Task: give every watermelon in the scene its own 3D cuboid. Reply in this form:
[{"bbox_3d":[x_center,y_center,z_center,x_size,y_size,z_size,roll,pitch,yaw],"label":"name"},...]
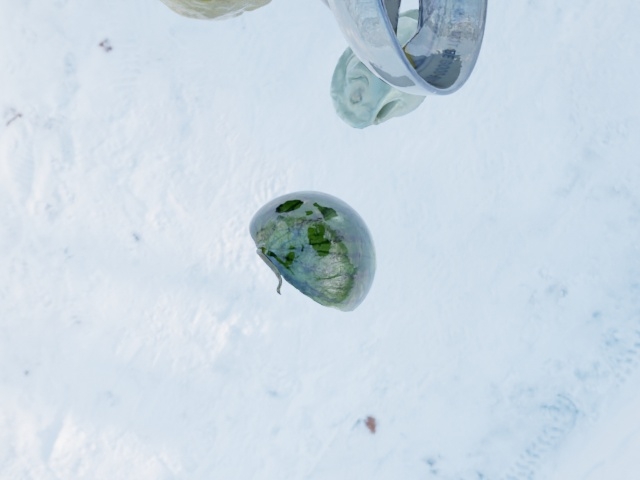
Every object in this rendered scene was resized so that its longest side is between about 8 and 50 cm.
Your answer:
[{"bbox_3d":[0.004,0.000,0.928,0.127,0.204,0.232,-45,141,19],"label":"watermelon"}]

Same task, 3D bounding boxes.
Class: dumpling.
[{"bbox_3d":[0.103,-0.243,0.900,0.219,0.153,0.108,-49,118,-11],"label":"dumpling"}]

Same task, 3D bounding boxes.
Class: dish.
[{"bbox_3d":[0.051,-0.269,0.582,0.134,0.273,0.273,3,117,35],"label":"dish"}]

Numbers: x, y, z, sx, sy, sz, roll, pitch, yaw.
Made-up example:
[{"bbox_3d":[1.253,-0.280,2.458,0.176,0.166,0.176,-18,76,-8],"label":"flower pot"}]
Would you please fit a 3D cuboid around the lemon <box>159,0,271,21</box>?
[{"bbox_3d":[-0.202,-0.501,0.972,0.285,0.285,0.316,-30,140,25],"label":"lemon"}]
